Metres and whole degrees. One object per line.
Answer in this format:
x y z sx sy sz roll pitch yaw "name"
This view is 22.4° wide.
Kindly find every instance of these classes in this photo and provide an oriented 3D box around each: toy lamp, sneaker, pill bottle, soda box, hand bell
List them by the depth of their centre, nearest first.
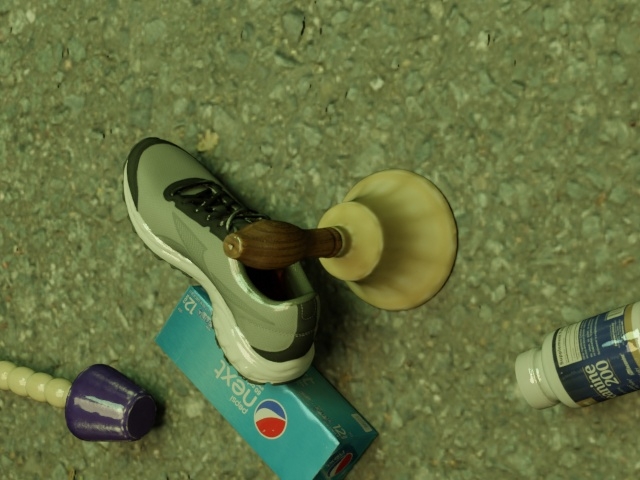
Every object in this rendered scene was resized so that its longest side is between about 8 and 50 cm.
0.219 0.095 1.292 0.120 0.067 0.067 -23 79 31 "pill bottle"
0.000 0.000 1.328 0.126 0.242 0.126 0 90 33 "hand bell"
-0.081 -0.002 1.442 0.271 0.100 0.108 51 139 27 "sneaker"
-0.052 0.132 1.467 0.210 0.067 0.071 45 114 24 "soda box"
-0.281 0.142 1.610 0.275 0.080 0.080 13 98 31 "toy lamp"
